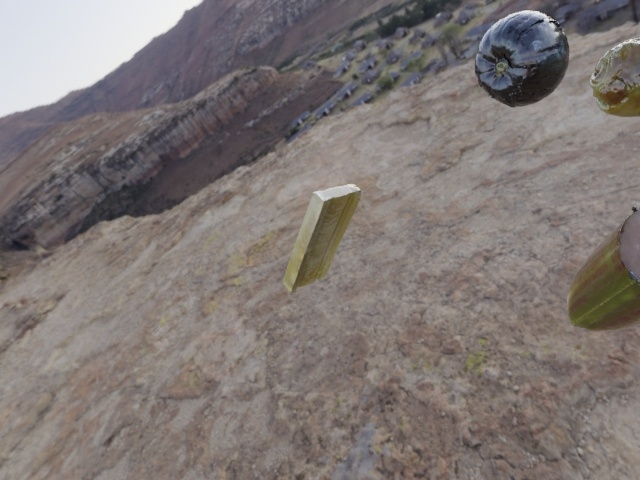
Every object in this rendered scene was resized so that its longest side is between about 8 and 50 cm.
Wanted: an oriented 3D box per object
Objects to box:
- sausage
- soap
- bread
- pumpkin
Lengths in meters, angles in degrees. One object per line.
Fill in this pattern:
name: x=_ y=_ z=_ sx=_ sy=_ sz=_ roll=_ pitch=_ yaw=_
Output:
sausage: x=0.430 y=0.069 z=0.604 sx=0.117 sy=0.317 sz=0.125 roll=24 pitch=74 yaw=23
soap: x=-0.001 y=-0.001 z=0.807 sx=0.092 sy=0.252 sz=0.037 roll=-18 pitch=55 yaw=-35
bread: x=0.289 y=-0.140 z=0.360 sx=0.110 sy=0.066 sz=0.060 roll=-7 pitch=42 yaw=4
pumpkin: x=0.513 y=-0.460 z=1.093 sx=0.163 sy=0.233 sz=0.233 roll=-26 pitch=23 yaw=-18
